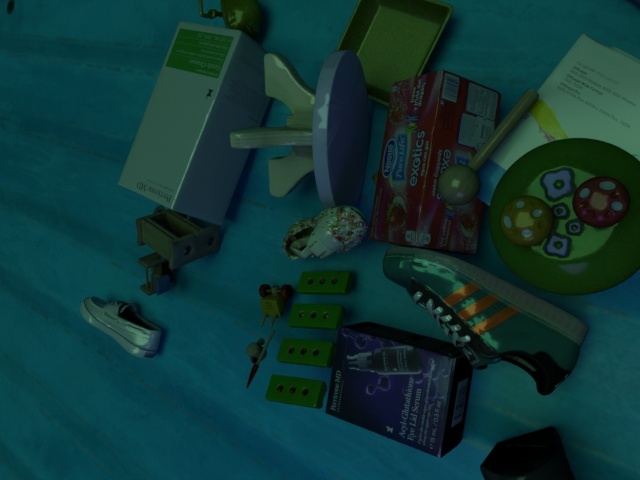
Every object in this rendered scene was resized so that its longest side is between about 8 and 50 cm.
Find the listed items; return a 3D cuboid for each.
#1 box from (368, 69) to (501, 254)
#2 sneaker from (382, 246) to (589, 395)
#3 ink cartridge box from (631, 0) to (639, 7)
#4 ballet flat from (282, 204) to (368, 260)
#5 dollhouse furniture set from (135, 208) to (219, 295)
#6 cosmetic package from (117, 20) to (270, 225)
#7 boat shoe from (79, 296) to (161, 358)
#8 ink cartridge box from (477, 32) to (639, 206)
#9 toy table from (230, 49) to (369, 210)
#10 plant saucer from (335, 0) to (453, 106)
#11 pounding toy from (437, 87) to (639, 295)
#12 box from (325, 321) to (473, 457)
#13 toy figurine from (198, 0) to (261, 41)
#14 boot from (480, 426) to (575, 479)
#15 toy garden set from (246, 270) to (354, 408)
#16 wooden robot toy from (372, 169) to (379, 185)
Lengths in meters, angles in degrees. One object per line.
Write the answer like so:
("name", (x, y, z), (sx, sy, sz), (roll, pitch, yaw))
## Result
("box", (0.175, -0.113, 0.803), (0.122, 0.128, 0.257), (11, 93, 59))
("sneaker", (0.214, 0.111, 0.735), (0.302, 0.108, 0.121), (25, 78, 13))
("ink cartridge box", (0.433, -0.382, 0.589), (0.151, 0.270, 0.395), (-43, 65, 17))
("ballet flat", (0.000, 0.000, 0.905), (0.091, 0.077, 0.241), (46, 158, -11))
("dollhouse furniture set", (-0.316, 0.039, 1.154), (0.129, 0.129, 0.184), (29, 126, 31))
("cosmetic package", (-0.248, -0.240, 1.078), (0.196, 0.155, 0.366), (21, 90, 32))
("boat shoe", (-0.481, 0.189, 1.261), (0.258, 0.095, 0.084), (27, 97, 21))
("ink cartridge box", (0.347, -0.106, 0.682), (0.168, 0.171, 0.233), (44, 110, 27))
("toy table", (-0.021, -0.186, 0.902), (0.160, 0.252, 0.275), (11, 104, 25))
("plant saucer", (0.123, -0.343, 0.925), (0.188, 0.045, 0.188), (34, 104, 30))
("pounding toy", (0.250, -0.048, 0.573), (0.183, 0.110, 0.237), (-50, 65, 20))
("box", (0.127, 0.229, 0.837), (0.207, 0.108, 0.153), (8, 91, 33))
("toy figurine", (-0.138, -0.617, 1.044), (0.217, 0.191, 0.363), (-17, 78, 26))
("boot", (0.306, 0.464, 0.561), (0.146, 0.367, 0.446), (-13, 78, 8))
("toy garden set", (-0.048, 0.176, 0.946), (0.203, 0.049, 0.244), (-3, 58, 35))
("wooden robot toy", (0.118, -0.116, 0.898), (0.079, 0.076, 0.173), (17, 95, 44))
